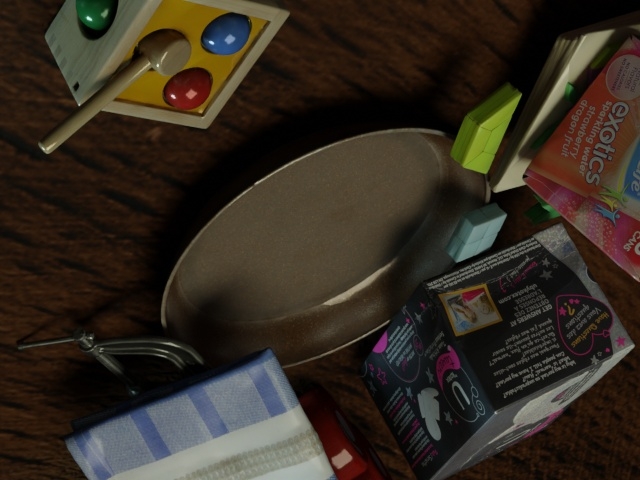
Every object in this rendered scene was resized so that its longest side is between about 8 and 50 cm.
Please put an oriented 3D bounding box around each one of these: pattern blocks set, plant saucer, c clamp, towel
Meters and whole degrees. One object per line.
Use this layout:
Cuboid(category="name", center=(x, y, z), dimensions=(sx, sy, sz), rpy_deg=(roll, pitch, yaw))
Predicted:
Cuboid(category="pattern blocks set", center=(0.222, -0.119, 1.328), dimensions=(0.285, 0.026, 0.325), rpy_deg=(-26, 149, -30))
Cuboid(category="plant saucer", center=(0.000, 0.000, 1.353), dimensions=(0.310, 0.050, 0.311), rpy_deg=(-20, 146, -14))
Cuboid(category="c clamp", center=(-0.161, 0.106, 1.359), dimensions=(0.137, 0.022, 0.161), rpy_deg=(-8, 153, 21))
Cuboid(category="towel", center=(-0.077, 0.250, 1.377), dimensions=(0.209, 0.034, 0.285), rpy_deg=(-21, 107, 10))

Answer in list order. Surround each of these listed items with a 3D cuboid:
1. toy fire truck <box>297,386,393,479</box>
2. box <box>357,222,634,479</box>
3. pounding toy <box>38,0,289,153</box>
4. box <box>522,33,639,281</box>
Cuboid(category="toy fire truck", center=(0.008, 0.316, 1.604), dimensions=(0.169, 0.254, 0.302), rpy_deg=(-31, 148, 3))
Cuboid(category="box", center=(0.162, 0.115, 1.490), dimensions=(0.163, 0.142, 0.247), rpy_deg=(-22, 163, -21))
Cuboid(category="pounding toy", center=(-0.113, -0.128, 1.035), dimensions=(0.141, 0.100, 0.130), rpy_deg=(6, 133, -43))
Cuboid(category="box", center=(0.321, -0.061, 1.361), dimensions=(0.154, 0.142, 0.300), rpy_deg=(-52, 155, 18))
